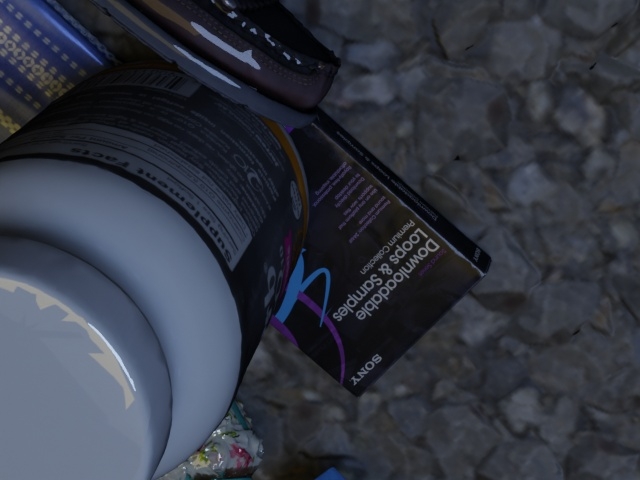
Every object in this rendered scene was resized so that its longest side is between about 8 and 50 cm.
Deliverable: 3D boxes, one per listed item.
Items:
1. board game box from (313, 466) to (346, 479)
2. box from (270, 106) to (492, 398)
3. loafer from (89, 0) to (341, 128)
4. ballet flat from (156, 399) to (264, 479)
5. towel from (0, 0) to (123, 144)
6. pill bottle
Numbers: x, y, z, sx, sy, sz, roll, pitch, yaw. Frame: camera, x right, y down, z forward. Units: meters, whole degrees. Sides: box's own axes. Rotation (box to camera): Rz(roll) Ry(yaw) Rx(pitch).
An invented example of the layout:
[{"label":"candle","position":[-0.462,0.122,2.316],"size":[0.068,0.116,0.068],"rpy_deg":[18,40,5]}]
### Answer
[{"label":"board game box","position":[0.035,0.264,0.838],"size":[0.211,0.039,0.160],"rpy_deg":[44,128,16]},{"label":"box","position":[0.000,0.000,0.795],"size":[0.162,0.029,0.116],"rpy_deg":[40,116,-6]},{"label":"loafer","position":[-0.104,-0.179,0.704],"size":[0.302,0.109,0.095],"rpy_deg":[38,105,3]},{"label":"ballet flat","position":[-0.148,0.139,0.873],"size":[0.241,0.091,0.077],"rpy_deg":[-17,77,15]},{"label":"towel","position":[-0.268,-0.021,0.803],"size":[0.336,0.040,0.243],"rpy_deg":[-43,106,15]},{"label":"pill bottle","position":[-0.104,0.021,0.655],"size":[0.162,0.278,0.162],"rpy_deg":[4,112,9]}]
